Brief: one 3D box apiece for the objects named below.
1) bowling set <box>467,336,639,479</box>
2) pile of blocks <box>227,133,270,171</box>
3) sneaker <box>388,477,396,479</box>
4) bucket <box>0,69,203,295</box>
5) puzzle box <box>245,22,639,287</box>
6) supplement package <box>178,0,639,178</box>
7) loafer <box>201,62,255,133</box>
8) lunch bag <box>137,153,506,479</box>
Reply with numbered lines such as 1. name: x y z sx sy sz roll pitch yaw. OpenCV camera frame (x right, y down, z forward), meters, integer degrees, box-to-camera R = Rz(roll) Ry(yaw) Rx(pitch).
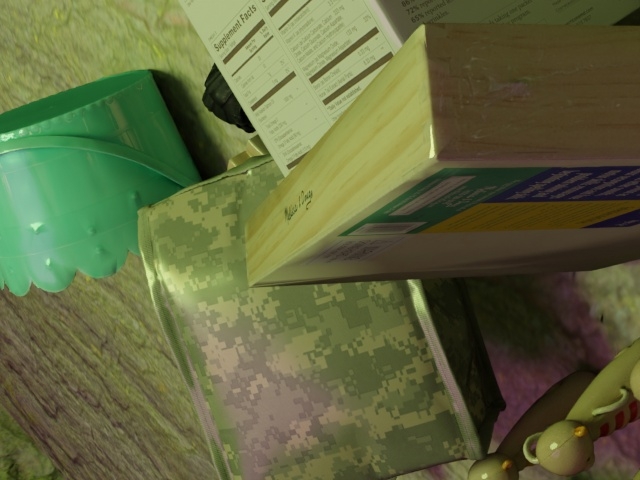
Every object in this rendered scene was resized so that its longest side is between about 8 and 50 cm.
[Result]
1. bowling set: 0.255 0.171 0.755 0.200 0.154 0.287 49 151 13
2. pile of blocks: -0.011 0.076 1.037 0.362 0.112 0.149 58 151 -5
3. sneaker: 0.009 0.160 1.206 0.271 0.100 0.108 43 125 28
4. bucket: -0.281 -0.075 1.217 0.281 0.281 0.183 7 121 54
5. puzzle box: 0.122 -0.025 0.569 0.409 0.272 0.052 147 120 -74
6. supplement package: 0.033 -0.198 0.667 0.263 0.199 0.198 58 152 -4
7. loafer: -0.063 -0.144 0.967 0.078 0.076 0.223 32 174 -6
8. lunch bag: -0.002 0.057 0.888 0.235 0.169 0.287 -18 95 19
